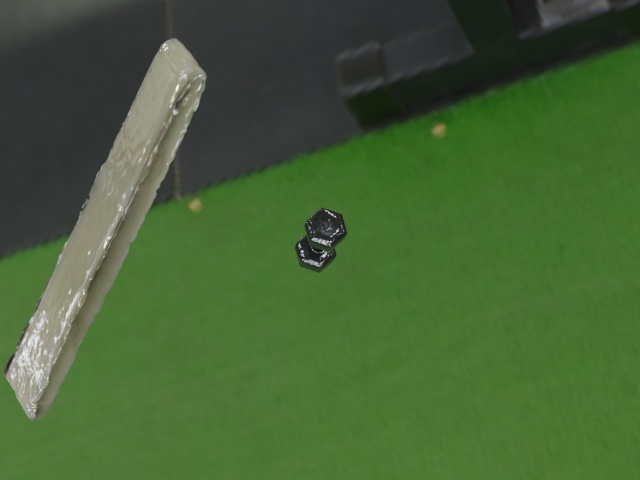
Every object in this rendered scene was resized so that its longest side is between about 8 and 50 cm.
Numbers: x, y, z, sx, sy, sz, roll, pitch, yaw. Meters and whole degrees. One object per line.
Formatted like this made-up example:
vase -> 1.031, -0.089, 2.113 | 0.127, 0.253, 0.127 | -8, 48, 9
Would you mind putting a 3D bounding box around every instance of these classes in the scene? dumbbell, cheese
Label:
dumbbell -> 0.000, 0.000, 1.553 | 0.036, 0.083, 0.040 | -10, 72, -13
cheese -> -0.210, -0.005, 1.613 | 0.085, 0.034, 0.400 | 47, 117, 46
